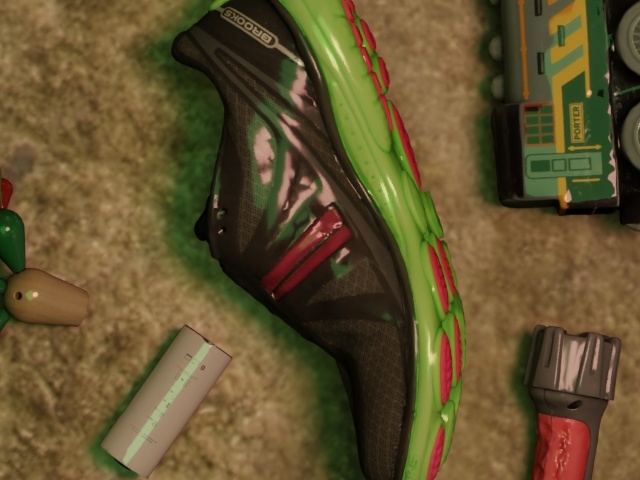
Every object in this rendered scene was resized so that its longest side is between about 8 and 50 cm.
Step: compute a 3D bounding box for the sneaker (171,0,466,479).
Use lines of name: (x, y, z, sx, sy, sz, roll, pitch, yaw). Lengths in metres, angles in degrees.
sneaker: (0.000, 0.000, 1.758, 0.202, 0.185, 0.483, -18, 86, 12)

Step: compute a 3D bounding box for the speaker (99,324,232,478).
speaker: (-0.140, 0.146, 1.776, 0.055, 0.055, 0.136, 35, 85, -3)

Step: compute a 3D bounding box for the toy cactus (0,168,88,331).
toy cactus: (-0.299, 0.042, 1.757, 0.180, 0.112, 0.219, 17, 83, -23)

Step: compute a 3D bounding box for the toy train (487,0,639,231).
toy train: (0.246, -0.172, 1.791, 0.190, 0.142, 0.334, -3, 88, 4)

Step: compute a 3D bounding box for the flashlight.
flashlight: (0.203, 0.230, 1.782, 0.103, 0.103, 0.304, 9, 88, -10)
